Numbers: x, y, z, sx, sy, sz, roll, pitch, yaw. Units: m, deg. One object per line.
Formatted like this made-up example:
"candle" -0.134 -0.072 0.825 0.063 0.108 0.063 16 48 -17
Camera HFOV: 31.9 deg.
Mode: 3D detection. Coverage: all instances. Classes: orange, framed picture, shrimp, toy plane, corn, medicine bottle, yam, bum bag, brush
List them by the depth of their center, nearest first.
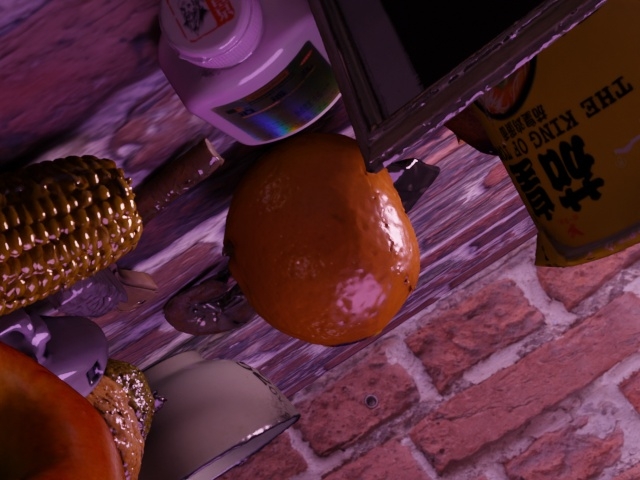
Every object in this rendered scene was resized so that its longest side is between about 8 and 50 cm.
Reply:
"framed picture" 0.087 -0.184 0.642 0.231 0.293 0.018 -37 123 15
"corn" -0.268 0.018 0.778 0.318 0.115 0.115 -26 166 -39
"medicine bottle" -0.049 -0.134 0.798 0.115 0.078 0.219 -33 168 8
"yam" -0.148 -0.041 1.022 0.145 0.032 0.032 -38 167 20
"toy plane" -0.330 0.153 1.123 0.252 0.118 0.252 -29 149 -20
"orange" 0.002 0.000 1.136 0.193 0.219 0.219 -7 172 11
"brush" -0.219 0.053 1.147 0.070 0.065 0.327 -36 169 0
"shrimp" -0.120 0.069 1.447 0.126 0.047 0.223 11 144 -37
"bum bag" 0.027 -0.009 1.452 0.144 0.095 0.340 -2 149 -37

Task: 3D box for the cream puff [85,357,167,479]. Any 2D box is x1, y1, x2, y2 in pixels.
"cream puff" -0.282 0.232 1.445 0.183 0.183 0.169 -42 -179 36

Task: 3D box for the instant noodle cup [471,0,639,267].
"instant noodle cup" 0.225 -0.172 0.802 0.325 0.254 0.325 -35 -176 3

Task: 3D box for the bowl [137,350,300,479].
"bowl" -0.225 0.298 1.787 0.354 0.185 0.354 -31 168 -7

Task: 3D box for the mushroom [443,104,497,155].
"mushroom" 0.204 -0.197 1.145 0.217 0.148 0.227 -52 169 11

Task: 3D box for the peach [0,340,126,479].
"peach" -0.337 0.221 0.883 0.335 0.310 0.406 6 158 -45

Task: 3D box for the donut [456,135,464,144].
"donut" 0.217 -0.163 1.443 0.097 0.043 0.108 -37 166 22
